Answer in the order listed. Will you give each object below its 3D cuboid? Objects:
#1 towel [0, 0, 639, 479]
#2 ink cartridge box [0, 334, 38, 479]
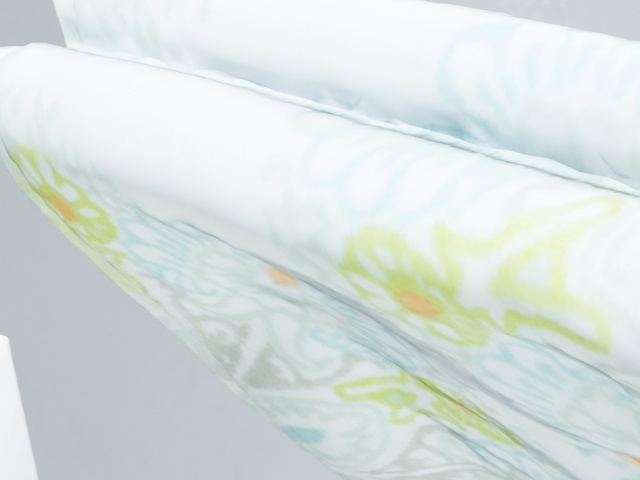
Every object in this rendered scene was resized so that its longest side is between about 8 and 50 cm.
[{"bbox_3d":[0.100,0.057,0.523,0.374,0.320,0.090,18,70,42],"label":"towel"},{"bbox_3d":[-0.320,0.070,1.012,0.066,0.296,0.261,-37,61,40],"label":"ink cartridge box"}]
